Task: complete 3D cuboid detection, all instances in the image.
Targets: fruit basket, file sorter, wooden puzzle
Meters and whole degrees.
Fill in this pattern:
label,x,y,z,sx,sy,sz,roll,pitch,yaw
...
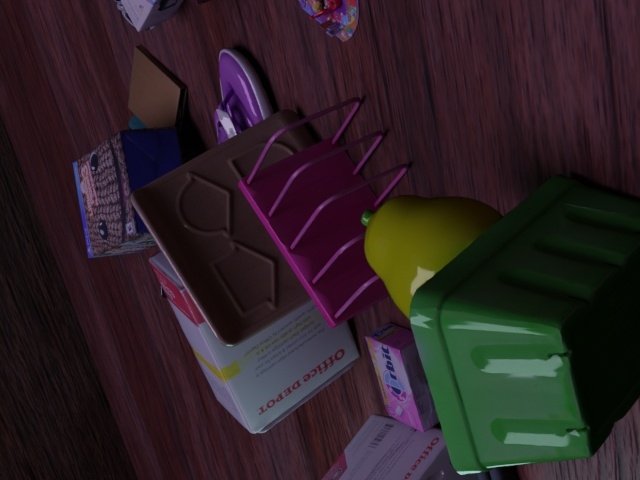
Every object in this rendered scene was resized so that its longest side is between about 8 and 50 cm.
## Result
label,x,y,z,sx,sy,sz,roll,pitch,yaw
fruit basket,0.218,0.076,1.243,0.392,0.392,0.283,14,127,56
file sorter,0.045,-0.053,1.616,0.291,0.202,0.182,56,151,11
wooden puzzle,-0.107,-0.023,1.752,0.322,0.347,0.080,57,161,11

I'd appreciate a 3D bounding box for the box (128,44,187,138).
label,x,y,z,sx,sy,sz,roll,pitch,yaw
box,-0.370,-0.321,2.264,0.201,0.021,0.164,44,135,35

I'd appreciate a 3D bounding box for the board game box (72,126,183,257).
label,x,y,z,sx,sy,sz,roll,pitch,yaw
board game box,-0.423,-0.103,2.252,0.291,0.141,0.232,-19,80,55

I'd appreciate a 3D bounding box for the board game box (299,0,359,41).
label,x,y,z,sx,sy,sz,roll,pitch,yaw
board game box,-0.005,-0.389,1.577,0.168,0.033,0.133,45,149,31

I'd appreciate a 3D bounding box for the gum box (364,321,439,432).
label,x,y,z,sx,sy,sz,roll,pitch,yaw
gum box,0.159,0.256,1.854,0.107,0.062,0.188,15,127,56

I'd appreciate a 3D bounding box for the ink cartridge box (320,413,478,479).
label,x,y,z,sx,sy,sz,roll,pitch,yaw
ink cartridge box,0.144,0.452,1.882,0.117,0.207,0.283,50,158,-18

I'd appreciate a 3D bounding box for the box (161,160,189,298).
label,x,y,z,sx,sy,sz,roll,pitch,yaw
box,-0.271,-0.006,2.240,0.257,0.079,0.322,13,107,52

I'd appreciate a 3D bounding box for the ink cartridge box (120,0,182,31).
label,x,y,z,sx,sy,sz,roll,pitch,yaw
ink cartridge box,-0.281,-0.468,1.693,0.134,0.078,0.231,60,152,2

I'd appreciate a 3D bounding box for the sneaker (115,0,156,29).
label,x,y,z,sx,sy,sz,roll,pitch,yaw
sneaker,-0.343,-0.550,1.938,0.110,0.118,0.292,14,129,20

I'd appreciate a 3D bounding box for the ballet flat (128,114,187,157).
label,x,y,z,sx,sy,sz,roll,pitch,yaw
ballet flat,-0.366,-0.231,2.339,0.203,0.074,0.074,34,142,34

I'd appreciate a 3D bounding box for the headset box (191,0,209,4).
label,x,y,z,sx,sy,sz,roll,pitch,yaw
headset box,-0.243,-0.566,1.746,0.218,0.110,0.293,38,145,38

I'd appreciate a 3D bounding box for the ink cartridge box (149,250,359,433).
label,x,y,z,sx,sy,sz,roll,pitch,yaw
ink cartridge box,-0.119,0.138,1.941,0.160,0.279,0.385,31,149,50

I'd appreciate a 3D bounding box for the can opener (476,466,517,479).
label,x,y,z,sx,sy,sz,roll,pitch,yaw
can opener,0.286,0.394,1.739,0.074,0.093,0.280,12,129,56

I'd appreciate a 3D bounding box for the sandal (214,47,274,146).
label,x,y,z,sx,sy,sz,roll,pitch,yaw
sandal,-0.154,-0.169,1.967,0.169,0.102,0.416,33,141,44
